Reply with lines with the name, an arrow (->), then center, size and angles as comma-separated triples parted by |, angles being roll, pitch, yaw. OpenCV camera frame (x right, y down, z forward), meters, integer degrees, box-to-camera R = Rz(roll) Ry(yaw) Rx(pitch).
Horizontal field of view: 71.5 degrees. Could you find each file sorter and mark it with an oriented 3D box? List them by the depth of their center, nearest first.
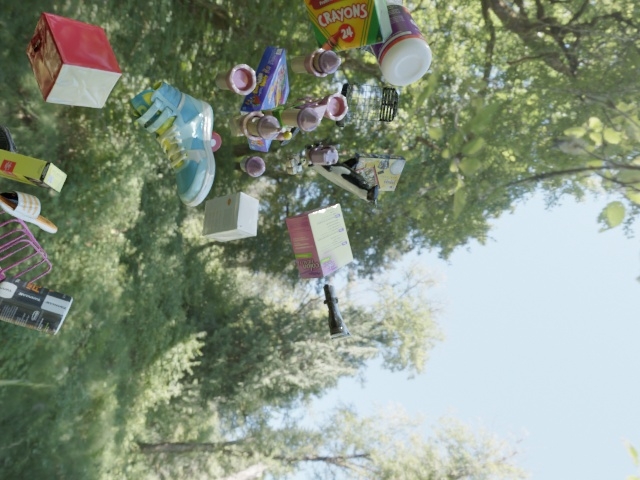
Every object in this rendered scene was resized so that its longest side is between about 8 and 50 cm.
file sorter -> -1.158, 0.020, 1.637 | 0.290, 0.182, 0.202 | 38, -27, 31

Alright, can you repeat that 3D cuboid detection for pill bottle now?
pill bottle -> -0.911, 0.192, 1.359 | 0.130, 0.245, 0.130 | -42, -147, 36
pill bottle -> 0.272, -0.736, 1.628 | 0.181, 0.181, 0.323 | 122, -39, -50

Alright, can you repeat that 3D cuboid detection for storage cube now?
storage cube -> -0.791, -0.566, 1.425 | 0.183, 0.215, 0.193 | -34, -103, 36

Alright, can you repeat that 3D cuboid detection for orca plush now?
orca plush -> 0.086, -0.221, 1.384 | 0.102, 0.151, 0.287 | -54, -135, -1

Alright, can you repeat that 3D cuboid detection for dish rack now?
dish rack -> 0.211, -0.606, 1.996 | 0.074, 0.271, 0.208 | 74, 24, -72

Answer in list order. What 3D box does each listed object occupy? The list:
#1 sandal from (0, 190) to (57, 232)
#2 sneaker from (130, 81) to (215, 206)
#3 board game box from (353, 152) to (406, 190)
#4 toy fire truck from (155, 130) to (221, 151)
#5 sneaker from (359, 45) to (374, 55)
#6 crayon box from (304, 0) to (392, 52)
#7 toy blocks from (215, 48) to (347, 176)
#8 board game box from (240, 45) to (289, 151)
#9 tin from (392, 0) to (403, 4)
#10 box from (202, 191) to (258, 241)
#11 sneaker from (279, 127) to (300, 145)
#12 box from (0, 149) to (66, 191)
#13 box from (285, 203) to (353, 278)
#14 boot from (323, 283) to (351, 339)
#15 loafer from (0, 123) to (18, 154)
sandal -> -0.921, -0.106, 1.407 | 0.102, 0.076, 0.265 | 37, -10, 16
sneaker -> -0.376, -0.248, 1.102 | 0.127, 0.208, 0.319 | -24, -119, 29
board game box -> 0.246, -0.303, 1.984 | 0.042, 0.243, 0.165 | -120, -142, -45
toy fire truck -> -0.637, -0.503, 2.102 | 0.169, 0.254, 0.302 | 36, -24, 32
sneaker -> 0.182, -0.874, 1.931 | 0.135, 0.276, 0.098 | -42, -136, 14
crayon box -> 0.051, -0.676, 1.175 | 0.202, 0.081, 0.319 | 2, -48, 32
toy blocks -> -0.055, -0.288, 1.085 | 0.260, 0.288, 0.309 | 25, -48, 51
board game box -> -0.218, -0.572, 1.809 | 0.233, 0.078, 0.347 | 87, 16, -64
tin -> 0.297, -1.004, 1.839 | 0.040, 0.106, 0.190 | -18, -132, 43
box -> -0.303, -0.076, 1.496 | 0.170, 0.091, 0.130 | -8, -109, 34
sneaker -> -0.148, -0.530, 2.067 | 0.170, 0.051, 0.089 | -43, -104, 19
box -> -0.833, -0.200, 1.215 | 0.087, 0.232, 0.058 | 103, 2, -75
box -> 0.000, 0.000, 1.733 | 0.117, 0.213, 0.243 | -9, -80, 38
boot -> 0.065, 0.310, 1.953 | 0.263, 0.091, 0.229 | 74, 4, -70
loafer -> -1.149, -0.331, 1.613 | 0.078, 0.080, 0.220 | -107, -154, -46
